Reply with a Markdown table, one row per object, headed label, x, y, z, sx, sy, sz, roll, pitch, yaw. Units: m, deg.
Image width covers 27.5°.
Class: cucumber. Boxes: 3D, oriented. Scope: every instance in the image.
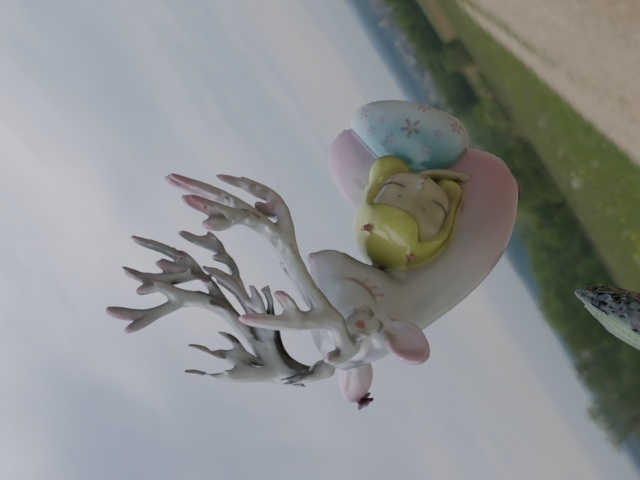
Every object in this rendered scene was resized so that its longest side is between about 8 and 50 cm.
| label | x | y | z | sx | sy | sz | roll | pitch | yaw |
| --- | --- | --- | --- | --- | --- | --- | --- | --- | --- |
| cucumber | 0.362 | 0.084 | 1.452 | 0.078 | 0.062 | 0.211 | 45 | 179 | -19 |

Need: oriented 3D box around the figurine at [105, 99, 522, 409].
| label | x | y | z | sx | sy | sz | roll | pitch | yaw |
| --- | --- | --- | --- | --- | --- | --- | --- | --- | --- |
| figurine | -0.002 | 0.010 | 1.133 | 0.284 | 0.206 | 0.316 | 34 | -136 | -6 |
